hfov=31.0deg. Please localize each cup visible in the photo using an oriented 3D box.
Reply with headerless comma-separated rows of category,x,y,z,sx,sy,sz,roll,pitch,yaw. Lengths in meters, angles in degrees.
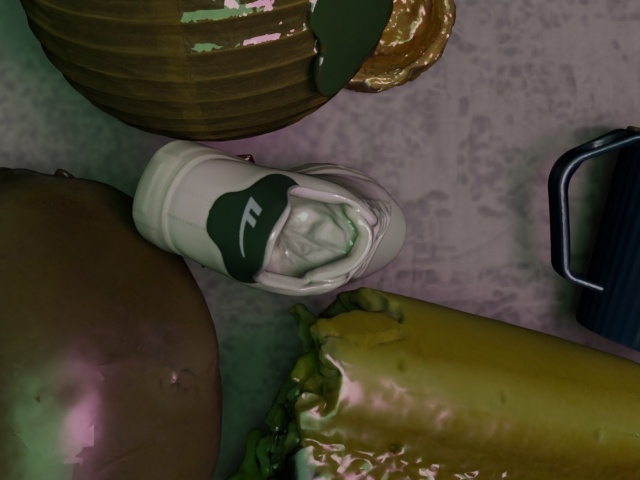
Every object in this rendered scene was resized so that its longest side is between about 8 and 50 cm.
cup,0.248,0.001,0.862,0.176,0.131,0.155,15,98,-6

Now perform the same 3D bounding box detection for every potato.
potato,-0.189,0.119,0.751,0.243,0.221,0.326,22,90,24

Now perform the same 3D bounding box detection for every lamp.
lamp,-0.076,-0.202,0.716,0.250,0.250,0.284,-15,128,-7

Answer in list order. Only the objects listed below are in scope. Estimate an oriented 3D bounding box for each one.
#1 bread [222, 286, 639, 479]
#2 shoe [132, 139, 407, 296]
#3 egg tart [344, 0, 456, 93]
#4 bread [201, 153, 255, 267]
bread,0.122,0.185,0.811,0.376,0.208,0.251,15,89,-16
shoe,0.000,0.000,0.760,0.265,0.110,0.095,7,103,-52
egg tart,0.040,-0.172,0.847,0.128,0.049,0.129,-1,96,-7
bread,-0.060,-0.021,0.830,0.053,0.085,0.085,0,96,-6
